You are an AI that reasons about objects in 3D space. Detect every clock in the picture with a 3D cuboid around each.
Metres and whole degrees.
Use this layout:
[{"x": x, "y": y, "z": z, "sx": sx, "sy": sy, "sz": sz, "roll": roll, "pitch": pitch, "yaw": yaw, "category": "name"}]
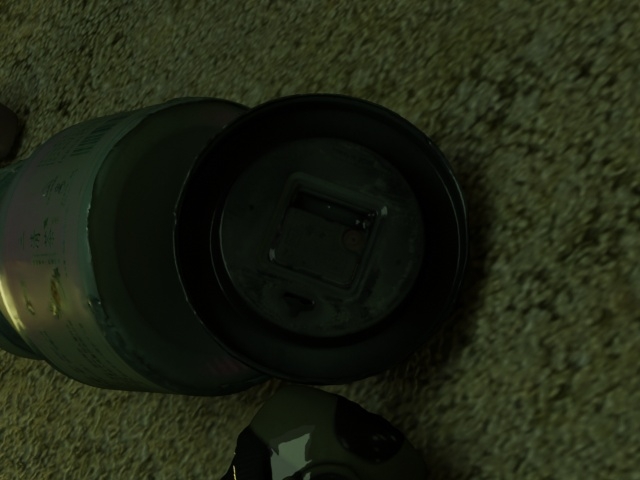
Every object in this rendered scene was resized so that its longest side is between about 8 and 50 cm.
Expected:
[{"x": 0.000, "y": 0.000, "z": 1.063, "sx": 0.049, "sy": 0.226, "sz": 0.226, "roll": 105, "pitch": 178, "yaw": -77, "category": "clock"}]

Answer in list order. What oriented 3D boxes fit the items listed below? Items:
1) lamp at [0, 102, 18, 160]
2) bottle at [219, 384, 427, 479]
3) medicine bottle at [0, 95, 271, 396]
[{"x": -0.525, "y": -0.067, "z": 1.676, "sx": 0.247, "sy": 0.247, "sz": 0.301, "roll": 11, "pitch": 72, "yaw": 48, "category": "lamp"}, {"x": -0.055, "y": 0.265, "z": 1.014, "sx": 0.347, "sy": 0.168, "sz": 0.168, "roll": -59, "pitch": 39, "yaw": 4, "category": "bottle"}, {"x": -0.167, "y": 0.011, "z": 1.217, "sx": 0.290, "sy": 0.245, "sz": 0.245, "roll": -6, "pitch": 67, "yaw": 52, "category": "medicine bottle"}]
